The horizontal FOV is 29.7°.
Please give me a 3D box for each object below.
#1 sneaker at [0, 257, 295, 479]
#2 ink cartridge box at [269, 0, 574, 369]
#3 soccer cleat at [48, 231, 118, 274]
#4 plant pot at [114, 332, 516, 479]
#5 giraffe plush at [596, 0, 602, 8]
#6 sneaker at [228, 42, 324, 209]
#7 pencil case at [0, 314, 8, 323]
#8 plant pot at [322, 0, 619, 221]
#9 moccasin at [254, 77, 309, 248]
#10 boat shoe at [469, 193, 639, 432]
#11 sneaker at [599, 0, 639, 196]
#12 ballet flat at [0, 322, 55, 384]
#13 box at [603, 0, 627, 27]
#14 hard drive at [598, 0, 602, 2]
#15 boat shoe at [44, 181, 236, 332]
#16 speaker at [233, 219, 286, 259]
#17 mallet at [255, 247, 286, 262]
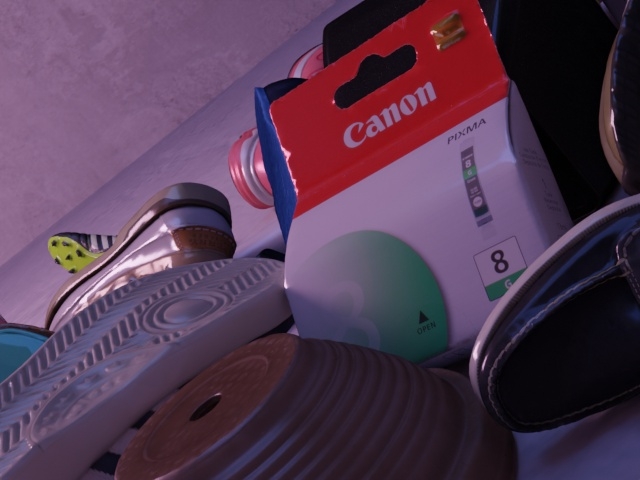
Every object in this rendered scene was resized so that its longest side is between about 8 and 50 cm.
[{"bbox_3d":[-0.126,0.140,0.751,0.131,0.148,0.350,6,33,42],"label":"sneaker"},{"bbox_3d":[0.049,-0.031,0.750,0.181,0.225,0.056,-29,-18,31],"label":"ink cartridge box"},{"bbox_3d":[-0.302,0.017,1.689,0.179,0.060,0.072,8,25,29],"label":"soccer cleat"},{"bbox_3d":[-0.027,0.126,0.621,0.237,0.110,0.237,-34,15,10],"label":"plant pot"},{"bbox_3d":[0.115,-0.184,0.984,0.181,0.210,0.170,-19,-22,36],"label":"giraffe plush"},{"bbox_3d":[0.016,-0.154,1.505,0.136,0.116,0.314,-11,34,40],"label":"sneaker"},{"bbox_3d":[-0.567,0.221,1.552,0.386,0.167,0.160,-39,46,-9],"label":"pencil case"},{"bbox_3d":[0.114,-0.089,0.864,0.188,0.187,0.167,-28,29,31],"label":"plant pot"},{"bbox_3d":[0.015,-0.070,1.026,0.117,0.138,0.342,-8,33,-6],"label":"moccasin"},{"bbox_3d":[0.170,0.018,0.542,0.233,0.084,0.079,-31,14,11],"label":"boat shoe"},{"bbox_3d":[0.266,-0.122,0.770,0.410,0.158,0.182,-51,-11,-40],"label":"sneaker"},{"bbox_3d":[-0.309,0.135,1.116,0.124,0.342,0.116,51,-132,-69],"label":"ballet flat"},{"bbox_3d":[0.424,-0.318,1.094,0.322,0.058,0.232,-25,18,37],"label":"box"},{"bbox_3d":[0.186,-0.214,1.182,0.339,0.064,0.237,-45,10,22],"label":"hard drive"},{"bbox_3d":[-0.179,0.077,1.129,0.302,0.113,0.103,-51,37,38],"label":"boat shoe"},{"bbox_3d":[-0.048,0.017,1.152,0.136,0.055,0.055,-34,14,13],"label":"speaker"},{"bbox_3d":[0.000,0.000,1.081,0.190,0.062,0.039,-50,-24,-53],"label":"mallet"}]
